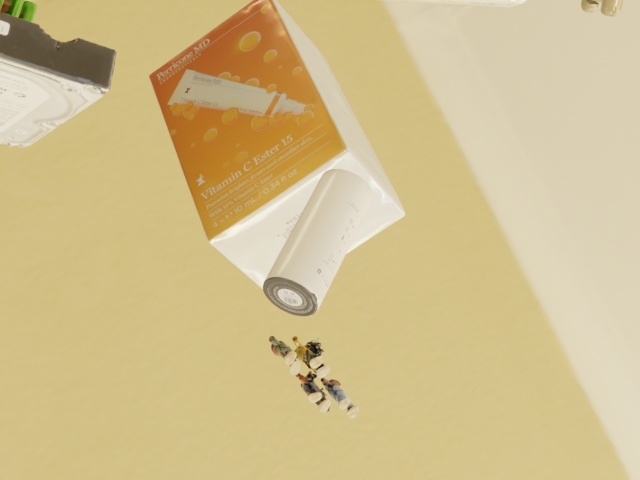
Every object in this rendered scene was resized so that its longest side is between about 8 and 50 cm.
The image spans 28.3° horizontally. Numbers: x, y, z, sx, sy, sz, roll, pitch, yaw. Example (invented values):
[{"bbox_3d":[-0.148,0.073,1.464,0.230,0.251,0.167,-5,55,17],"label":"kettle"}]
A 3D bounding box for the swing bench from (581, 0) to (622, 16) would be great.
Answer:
[{"bbox_3d":[0.327,-0.355,1.225,0.253,0.165,0.254,-59,141,-78],"label":"swing bench"}]

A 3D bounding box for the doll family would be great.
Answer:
[{"bbox_3d":[-0.009,0.218,2.051,0.193,0.076,0.111,60,-11,-17],"label":"doll family"}]

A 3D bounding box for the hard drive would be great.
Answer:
[{"bbox_3d":[-0.429,-0.204,1.605,0.339,0.237,0.064,-14,-116,58],"label":"hard drive"}]

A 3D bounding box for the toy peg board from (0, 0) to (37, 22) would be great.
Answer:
[{"bbox_3d":[-0.461,-0.305,1.664,0.161,0.079,0.161,10,-16,22],"label":"toy peg board"}]

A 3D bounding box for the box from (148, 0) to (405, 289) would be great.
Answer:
[{"bbox_3d":[-0.066,-0.132,1.711,0.168,0.215,0.345,45,16,-47],"label":"box"}]

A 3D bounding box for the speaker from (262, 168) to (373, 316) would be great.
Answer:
[{"bbox_3d":[0.000,0.000,1.147,0.055,0.136,0.055,19,-34,13],"label":"speaker"}]

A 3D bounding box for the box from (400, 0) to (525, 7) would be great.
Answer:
[{"bbox_3d":[0.153,-0.469,1.649,0.058,0.232,0.322,175,-85,-71],"label":"box"}]
